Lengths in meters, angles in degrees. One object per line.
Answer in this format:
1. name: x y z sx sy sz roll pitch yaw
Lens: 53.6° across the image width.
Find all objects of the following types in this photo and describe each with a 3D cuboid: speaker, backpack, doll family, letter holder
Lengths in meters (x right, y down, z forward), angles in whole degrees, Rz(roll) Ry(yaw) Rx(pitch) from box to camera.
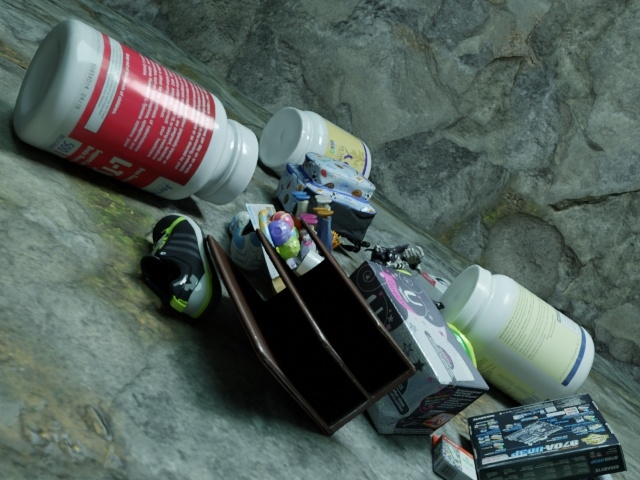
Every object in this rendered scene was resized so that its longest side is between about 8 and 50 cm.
1. speaker: 0.019 0.076 1.258 0.136 0.055 0.055 34 14 -2
2. backpack: 0.002 -0.124 1.734 0.276 0.213 0.263 22 8 -33
3. doll family: 0.000 0.000 1.412 0.118 0.163 0.263 0 22 -6
4. letter holder: -0.029 0.082 0.917 0.214 0.152 0.302 54 0 -37

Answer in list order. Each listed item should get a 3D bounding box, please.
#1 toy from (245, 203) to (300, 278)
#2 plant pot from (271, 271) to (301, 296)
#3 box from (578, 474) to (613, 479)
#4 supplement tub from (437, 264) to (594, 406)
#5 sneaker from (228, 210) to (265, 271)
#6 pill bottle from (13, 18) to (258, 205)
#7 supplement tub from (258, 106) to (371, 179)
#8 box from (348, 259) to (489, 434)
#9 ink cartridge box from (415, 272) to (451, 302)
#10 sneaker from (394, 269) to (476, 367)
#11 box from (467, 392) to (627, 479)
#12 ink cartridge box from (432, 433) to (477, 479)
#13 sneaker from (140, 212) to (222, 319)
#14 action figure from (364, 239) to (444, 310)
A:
1. toy: -0.071 -0.011 1.189 0.237 0.056 0.137 -18 88 -85
2. plant pot: 0.001 0.140 1.191 0.236 0.032 0.236 32 15 -10
3. box: 0.406 0.416 1.024 0.072 0.126 0.137 37 14 -1
4. supplement tub: 0.445 0.229 1.501 0.324 0.235 0.235 34 14 -4
5. sneaker: -0.136 -0.015 1.272 0.085 0.086 0.237 29 14 -17
6. pill bottle: -0.326 -0.213 1.188 0.407 0.229 0.229 23 18 -40
7. supplement tub: -0.016 -0.283 2.104 0.331 0.241 0.241 21 20 -44
8. box: 0.131 0.176 1.053 0.163 0.142 0.247 20 32 -47
9. ink cartridge box: 0.344 0.163 1.817 0.175 0.072 0.127 16 23 -52
10. sneaker: 0.216 0.204 1.377 0.123 0.109 0.296 -32 74 -31
11. box: 0.361 0.331 1.045 0.175 0.220 0.051 -59 133 -76
12. ink cartridge box: 0.211 0.344 1.009 0.062 0.029 0.115 35 14 1
13. sneaker: -0.222 0.024 0.947 0.097 0.084 0.235 21 20 -41
14. action figure: 0.187 0.080 1.555 0.276 0.164 0.141 56 -9 36
